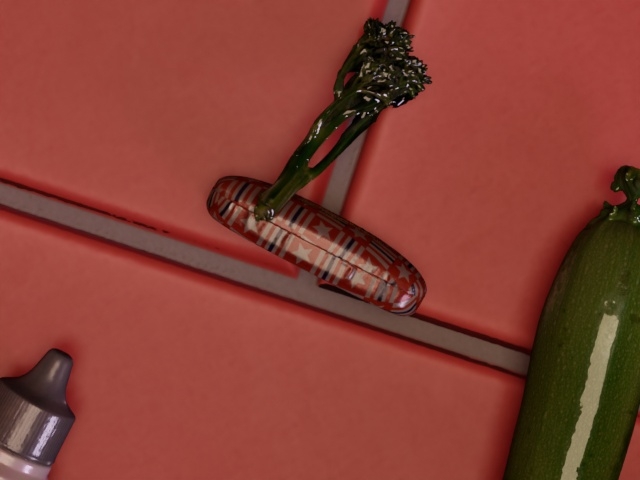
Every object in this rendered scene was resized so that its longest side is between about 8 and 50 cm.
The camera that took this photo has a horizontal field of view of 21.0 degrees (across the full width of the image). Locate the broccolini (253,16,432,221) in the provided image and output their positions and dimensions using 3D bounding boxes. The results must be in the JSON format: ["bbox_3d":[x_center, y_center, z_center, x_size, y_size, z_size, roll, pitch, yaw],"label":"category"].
[{"bbox_3d":[0.018,-0.090,1.376,0.074,0.058,0.201,38,64,-7],"label":"broccolini"}]

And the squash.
[{"bbox_3d":[0.214,0.125,1.412,0.101,0.101,0.379,16,91,-4],"label":"squash"}]

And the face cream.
[{"bbox_3d":[-0.282,0.225,1.389,0.092,0.092,0.311,28,91,-4],"label":"face cream"}]

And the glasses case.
[{"bbox_3d":[0.000,0.000,1.403,0.194,0.073,0.049,28,97,-5],"label":"glasses case"}]
